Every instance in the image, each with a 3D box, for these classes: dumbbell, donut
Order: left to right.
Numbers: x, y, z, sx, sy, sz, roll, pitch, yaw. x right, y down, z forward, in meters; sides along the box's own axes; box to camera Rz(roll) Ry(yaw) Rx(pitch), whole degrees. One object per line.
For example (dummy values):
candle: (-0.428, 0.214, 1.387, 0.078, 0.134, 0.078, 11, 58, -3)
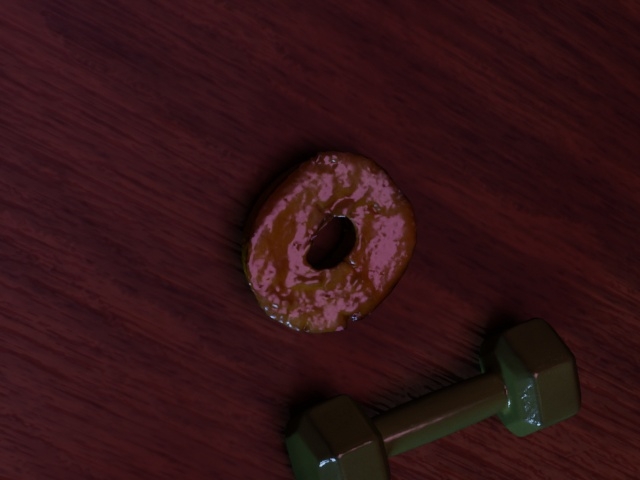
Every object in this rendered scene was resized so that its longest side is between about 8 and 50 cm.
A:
donut: (0.000, 0.000, 1.805, 0.178, 0.065, 0.162, -38, 111, -12)
dumbbell: (0.115, 0.174, 1.880, 0.302, 0.121, 0.108, -20, 82, -20)
